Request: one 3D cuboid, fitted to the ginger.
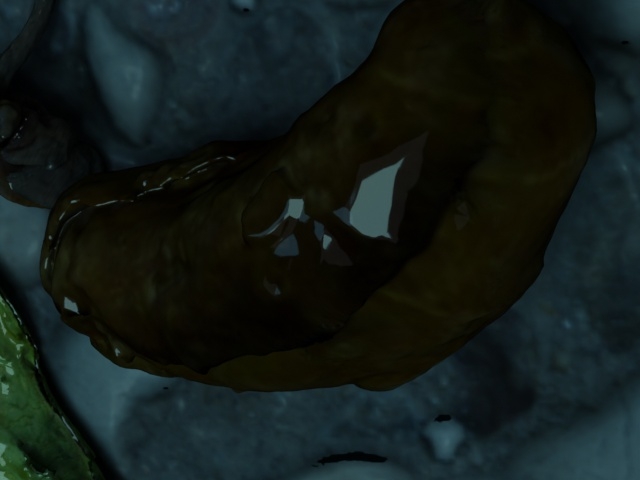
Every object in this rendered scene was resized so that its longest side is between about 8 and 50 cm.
[{"bbox_3d":[0.000,0.000,0.863,0.321,0.165,0.172,-26,92,27],"label":"ginger"}]

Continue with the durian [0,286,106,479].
[{"bbox_3d":[-0.250,0.140,1.027,0.198,0.163,0.394,-17,99,23],"label":"durian"}]

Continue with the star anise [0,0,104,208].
[{"bbox_3d":[-0.181,-0.142,0.958,0.148,0.218,0.227,8,73,49],"label":"star anise"}]
